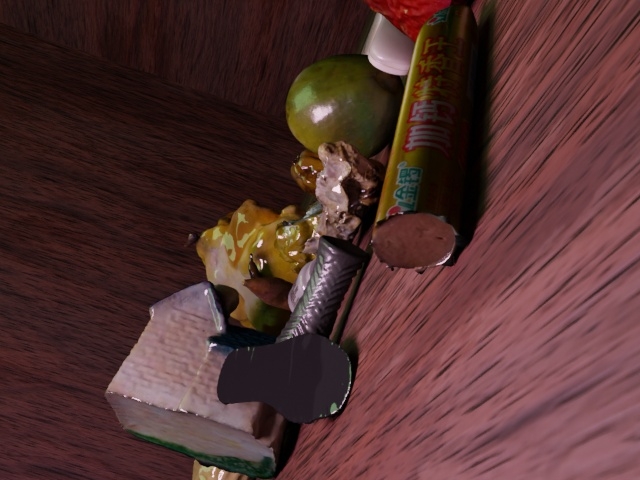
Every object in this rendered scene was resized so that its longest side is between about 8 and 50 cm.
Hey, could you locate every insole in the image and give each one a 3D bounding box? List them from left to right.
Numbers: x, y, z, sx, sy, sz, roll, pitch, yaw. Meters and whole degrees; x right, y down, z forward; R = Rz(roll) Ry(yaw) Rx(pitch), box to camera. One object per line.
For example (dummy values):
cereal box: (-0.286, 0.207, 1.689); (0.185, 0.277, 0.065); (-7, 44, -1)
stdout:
insole: (-0.058, 0.187, 1.047); (0.348, 0.009, 0.118); (-15, 58, 55)

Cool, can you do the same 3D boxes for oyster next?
oyster: (0.045, -0.060, 1.175); (0.232, 0.107, 0.161); (88, -156, -57)

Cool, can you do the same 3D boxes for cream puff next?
cream puff: (0.000, 0.001, 1.368); (0.121, 0.156, 0.156); (18, 90, 43)

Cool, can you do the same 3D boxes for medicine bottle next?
medicine bottle: (-0.003, 0.078, 1.254); (0.140, 0.079, 0.079); (118, 169, -63)

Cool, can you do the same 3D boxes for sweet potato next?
sweet potato: (-0.055, 0.098, 1.349); (0.218, 0.065, 0.051); (23, -94, -50)

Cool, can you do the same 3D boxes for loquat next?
loquat: (-0.013, -0.183, 2.047); (0.113, 0.137, 0.137); (115, 172, -60)

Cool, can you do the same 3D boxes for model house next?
model house: (-0.168, 0.225, 1.331); (0.243, 0.299, 0.284); (91, -162, -59)

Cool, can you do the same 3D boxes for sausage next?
sausage: (0.115, -0.128, 0.741); (0.082, 0.082, 0.371); (113, 174, -48)

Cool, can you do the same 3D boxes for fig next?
fig: (0.047, -0.218, 1.231); (0.191, 0.181, 0.181); (-26, 39, 47)

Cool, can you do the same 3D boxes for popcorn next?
popcorn: (-0.099, 0.043, 1.594); (0.315, 0.281, 0.297); (56, 135, 31)

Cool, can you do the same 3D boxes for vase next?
vase: (-0.011, 0.113, 1.118); (0.115, 0.116, 0.237); (-91, 23, -76)

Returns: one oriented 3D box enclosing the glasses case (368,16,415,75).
glasses case: (0.130, -0.326, 1.195); (0.051, 0.081, 0.204); (107, -175, -49)

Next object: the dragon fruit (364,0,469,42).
dragon fruit: (0.145, -0.418, 0.959); (0.240, 0.302, 0.330); (-44, 14, -1)

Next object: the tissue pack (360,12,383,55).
tissue pack: (0.127, -0.406, 1.663); (0.325, 0.071, 0.170); (114, 171, -57)

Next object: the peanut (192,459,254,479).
peanut: (-0.184, 0.430, 1.685); (0.147, 0.147, 0.305); (124, 165, -73)
